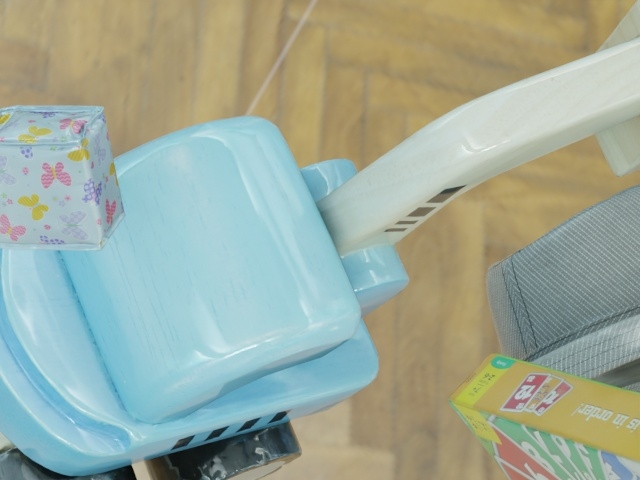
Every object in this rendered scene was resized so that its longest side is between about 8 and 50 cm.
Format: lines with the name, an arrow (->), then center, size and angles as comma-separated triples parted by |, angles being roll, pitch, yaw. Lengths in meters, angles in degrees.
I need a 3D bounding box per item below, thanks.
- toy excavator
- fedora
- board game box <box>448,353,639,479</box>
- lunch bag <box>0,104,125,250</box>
toy excavator -> 0.000, 0.000, 1.198 | 0.433, 0.445, 0.222 | -11, 73, -43
fedora -> 0.220, 0.035, 1.300 | 0.275, 0.244, 0.124 | -11, 74, -30
board game box -> 0.148, 0.108, 0.628 | 0.039, 0.259, 0.124 | -45, 111, -18
lunch bag -> -0.154, -0.035, 1.009 | 0.083, 0.071, 0.053 | -1, 30, 14
